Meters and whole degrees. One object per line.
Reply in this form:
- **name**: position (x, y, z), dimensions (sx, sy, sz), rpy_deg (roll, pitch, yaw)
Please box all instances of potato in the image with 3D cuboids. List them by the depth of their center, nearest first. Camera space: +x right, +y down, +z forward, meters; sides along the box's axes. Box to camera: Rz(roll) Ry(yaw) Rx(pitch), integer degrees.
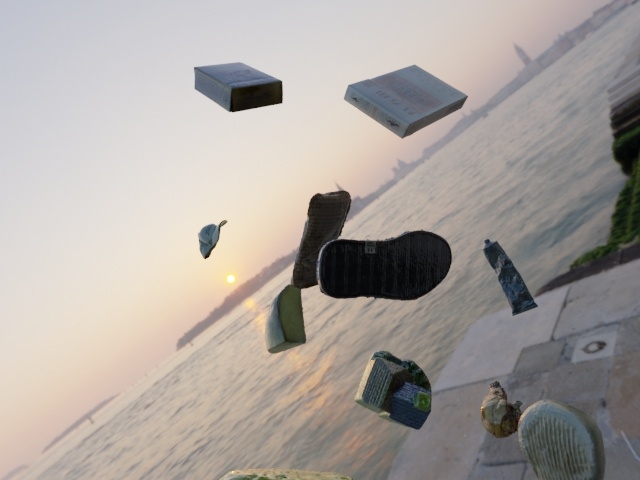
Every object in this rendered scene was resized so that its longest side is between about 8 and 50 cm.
- **potato**: position (-0.103, 0.180, 1.002), dimensions (0.081, 0.149, 0.120), rpy_deg (18, -37, -40)

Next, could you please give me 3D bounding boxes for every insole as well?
- **insole**: position (0.107, 0.034, 0.623), dimensions (0.309, 0.110, 0.012), rpy_deg (4, -1, -45)

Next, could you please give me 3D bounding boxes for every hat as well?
- **hat**: position (-0.403, -0.015, 1.599), dimensions (0.166, 0.081, 0.122), rpy_deg (-35, 33, 48)

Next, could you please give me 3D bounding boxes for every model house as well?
- **model house**: position (0.229, 0.423, 1.236), dimensions (0.195, 0.214, 0.189), rpy_deg (-62, -6, -14)

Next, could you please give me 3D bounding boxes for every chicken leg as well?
- **chicken leg**: position (0.467, 0.425, 1.118), dimensions (0.101, 0.085, 0.207), rpy_deg (-6, 7, 22)

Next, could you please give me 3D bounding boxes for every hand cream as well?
- **hand cream**: position (0.569, 0.107, 1.336), dimensions (0.075, 0.248, 0.052), rpy_deg (-32, -12, 36)

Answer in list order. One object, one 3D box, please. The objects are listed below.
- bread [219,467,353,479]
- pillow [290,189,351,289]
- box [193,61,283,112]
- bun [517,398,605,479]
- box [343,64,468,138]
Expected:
- **bread**: position (-0.084, 0.589, 0.773), dimensions (0.348, 0.307, 0.348), rpy_deg (-165, 90, -79)
- **pillow**: position (0.002, 0.000, 0.886), dimensions (0.135, 0.034, 0.211), rpy_deg (-14, -57, -51)
- **box**: position (-0.230, -0.425, 1.192), dimensions (0.159, 0.240, 0.071), rpy_deg (-18, -50, -31)
- **bun**: position (0.488, 0.410, 0.871), dimensions (0.113, 0.173, 0.166), rpy_deg (1, 16, -38)
- **box**: position (0.249, -0.400, 1.217), dimensions (0.365, 0.204, 0.051), rpy_deg (-34, -24, -41)
